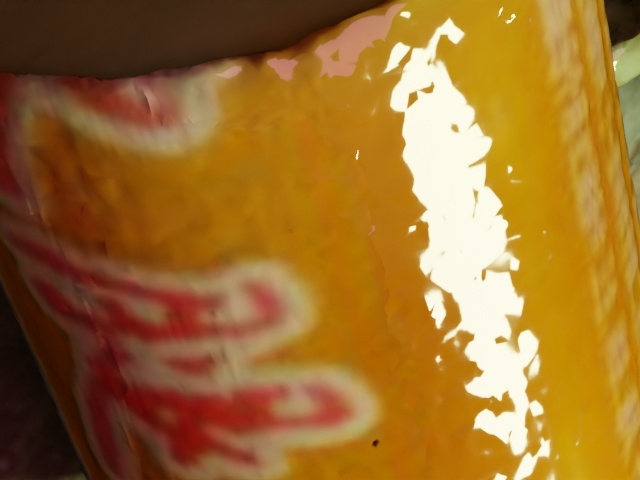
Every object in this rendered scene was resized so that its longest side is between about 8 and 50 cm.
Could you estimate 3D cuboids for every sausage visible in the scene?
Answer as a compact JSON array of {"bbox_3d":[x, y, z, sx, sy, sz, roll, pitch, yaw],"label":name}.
[{"bbox_3d":[0.000,0.000,0.574,0.233,0.233,0.287,-30,124,-23],"label":"sausage"}]

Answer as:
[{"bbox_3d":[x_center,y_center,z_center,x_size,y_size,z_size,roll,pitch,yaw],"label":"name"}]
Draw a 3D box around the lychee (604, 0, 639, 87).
[{"bbox_3d":[0.275,-0.129,0.704,0.320,0.270,0.270,-18,119,-34],"label":"lychee"}]
